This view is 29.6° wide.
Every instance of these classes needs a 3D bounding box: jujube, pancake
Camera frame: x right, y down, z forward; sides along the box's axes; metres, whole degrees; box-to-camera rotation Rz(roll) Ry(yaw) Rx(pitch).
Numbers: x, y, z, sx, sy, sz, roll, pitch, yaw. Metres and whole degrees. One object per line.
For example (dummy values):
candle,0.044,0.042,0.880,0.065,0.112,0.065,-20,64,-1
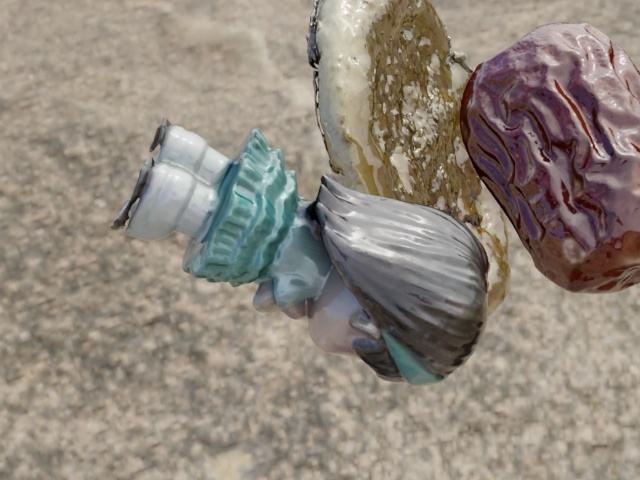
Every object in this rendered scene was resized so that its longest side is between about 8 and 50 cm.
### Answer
jujube,0.204,-0.064,0.973,0.155,0.155,0.230,-15,63,-6
pancake,0.104,-0.104,1.251,0.071,0.382,0.382,-17,27,29

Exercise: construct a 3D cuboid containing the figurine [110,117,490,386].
figurine,0.000,0.000,0.768,0.245,0.110,0.138,26,46,-10
